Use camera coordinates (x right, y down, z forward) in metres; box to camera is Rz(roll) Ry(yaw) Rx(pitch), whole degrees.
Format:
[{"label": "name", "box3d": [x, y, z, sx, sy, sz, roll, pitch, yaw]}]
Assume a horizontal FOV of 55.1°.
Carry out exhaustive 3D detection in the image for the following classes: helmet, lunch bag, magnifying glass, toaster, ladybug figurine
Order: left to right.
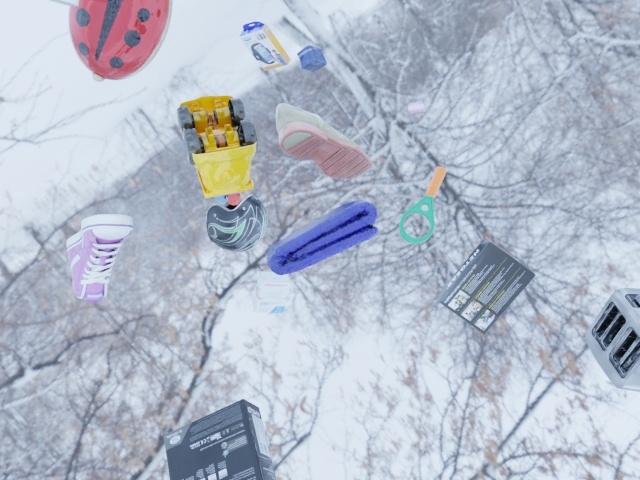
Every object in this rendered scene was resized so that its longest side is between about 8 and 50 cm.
[{"label": "ladybug figurine", "box3d": [-0.629, -0.701, 1.901, 0.162, 0.305, 0.449, -101, -149, -67]}, {"label": "helmet", "box3d": [-0.233, -0.051, 1.777, 0.162, 0.169, 0.169, 5, -152, 17]}, {"label": "lunch bag", "box3d": [-0.027, -0.613, 2.059, 0.067, 0.065, 0.098, -23, 171, 31]}, {"label": "magnifying glass", "box3d": [0.284, -0.096, 1.656, 0.026, 0.092, 0.231, 80, 34, -74]}, {"label": "toaster", "box3d": [0.656, 0.210, 1.269, 0.168, 0.110, 0.185, -99, -158, -54]}]

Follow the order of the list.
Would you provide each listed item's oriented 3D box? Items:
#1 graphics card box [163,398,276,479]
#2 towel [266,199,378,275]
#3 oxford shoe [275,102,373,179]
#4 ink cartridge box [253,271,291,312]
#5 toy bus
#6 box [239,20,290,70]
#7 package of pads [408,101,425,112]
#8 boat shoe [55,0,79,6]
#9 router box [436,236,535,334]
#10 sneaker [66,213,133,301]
[{"label": "graphics card box", "box3d": [-0.215, 0.578, 1.391, 0.233, 0.094, 0.371, -28, -125, 9]}, {"label": "towel", "box3d": [0.000, 0.000, 1.240, 0.228, 0.076, 0.308, -31, -176, -3]}, {"label": "oxford shoe", "box3d": [0.020, -0.298, 1.833, 0.140, 0.146, 0.397, -32, 148, 25]}, {"label": "ink cartridge box", "box3d": [-0.144, 0.153, 1.820, 0.052, 0.088, 0.122, -114, -148, -50]}, {"label": "toy bus", "box3d": [-0.225, -0.191, 1.373, 0.149, 0.211, 0.220, -14, -133, -13]}, {"label": "box", "box3d": [-0.147, -0.501, 1.580, 0.081, 0.136, 0.028, -3, -123, 35]}, {"label": "package of pads", "box3d": [0.304, -0.417, 1.934, 0.050, 0.032, 0.083, -2, -172, 13]}, {"label": "boat shoe", "box3d": [-0.725, -0.669, 1.590, 0.078, 0.219, 0.070, -44, 155, -80]}, {"label": "router box", "box3d": [0.369, 0.102, 1.374, 0.179, 0.133, 0.046, -53, -173, 12]}, {"label": "sneaker", "box3d": [-0.466, 0.045, 1.314, 0.102, 0.161, 0.282, 1, 163, -33]}]
